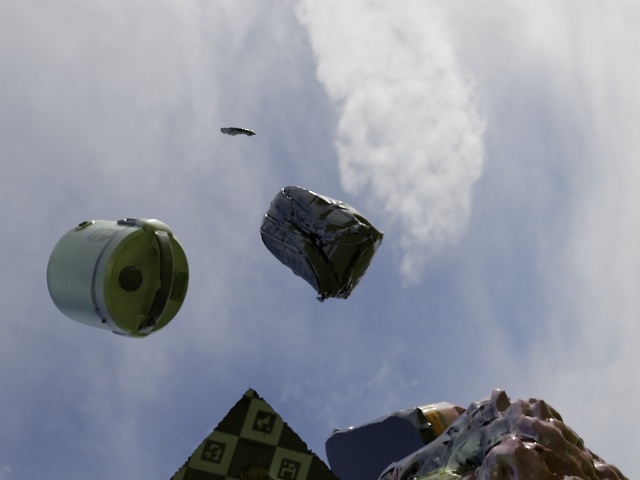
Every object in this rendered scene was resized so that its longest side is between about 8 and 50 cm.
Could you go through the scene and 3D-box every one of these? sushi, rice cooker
[{"bbox_3d":[-0.109,0.412,0.976,0.294,0.059,0.292,-45,-78,-10],"label":"sushi"},{"bbox_3d":[-0.379,0.067,1.290,0.226,0.244,0.225,-9,-79,-53],"label":"rice cooker"},{"bbox_3d":[0.132,0.254,0.535,0.171,0.236,0.270,42,-80,-1],"label":"sushi"}]

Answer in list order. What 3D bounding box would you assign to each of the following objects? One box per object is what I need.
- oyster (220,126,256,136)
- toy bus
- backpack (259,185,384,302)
[{"bbox_3d":[-0.193,-0.254,1.568,0.083,0.054,0.019,0,-86,-13],"label":"oyster"},{"bbox_3d":[0.173,0.429,1.369,0.163,0.386,0.171,-8,-109,-31],"label":"toy bus"},{"bbox_3d":[0.001,-0.004,0.900,0.106,0.165,0.120,18,-70,-55],"label":"backpack"}]
